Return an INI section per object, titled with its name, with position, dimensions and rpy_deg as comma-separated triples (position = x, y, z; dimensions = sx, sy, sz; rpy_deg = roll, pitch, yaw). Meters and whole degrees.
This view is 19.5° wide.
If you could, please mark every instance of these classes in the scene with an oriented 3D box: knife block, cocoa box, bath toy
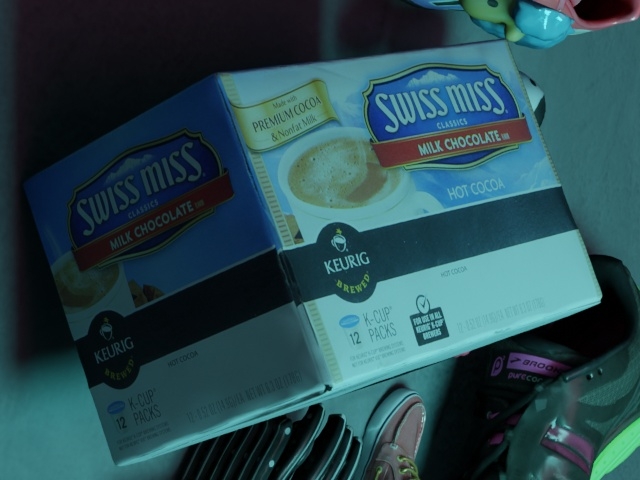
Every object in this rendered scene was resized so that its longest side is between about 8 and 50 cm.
[knife block]
position = -0.062, 0.268, 1.554
dimensions = 0.242, 0.088, 0.275
rpy_deg = -10, 106, -49
[cocoa box]
position = 0.000, 0.000, 1.399
dimensions = 0.347, 0.231, 0.228
rpy_deg = -13, 82, -49
[bath toy]
position = 0.117, -0.046, 1.611
dimensions = 0.151, 0.129, 0.348
rpy_deg = 9, 105, -37

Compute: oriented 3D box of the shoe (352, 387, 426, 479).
[shoe]
position = 0.073, 0.224, 1.714
dimensions = 0.063, 0.081, 0.178
rpy_deg = 44, 65, -47

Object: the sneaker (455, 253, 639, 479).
[sneaker]
position = 0.193, 0.195, 1.798
dimensions = 0.483, 0.185, 0.202
rpy_deg = -56, 132, -41

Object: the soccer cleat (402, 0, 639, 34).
[soccer cleat]
position = 0.172, -0.247, 1.685
dimensions = 0.318, 0.116, 0.108
rpy_deg = 7, 94, -51
